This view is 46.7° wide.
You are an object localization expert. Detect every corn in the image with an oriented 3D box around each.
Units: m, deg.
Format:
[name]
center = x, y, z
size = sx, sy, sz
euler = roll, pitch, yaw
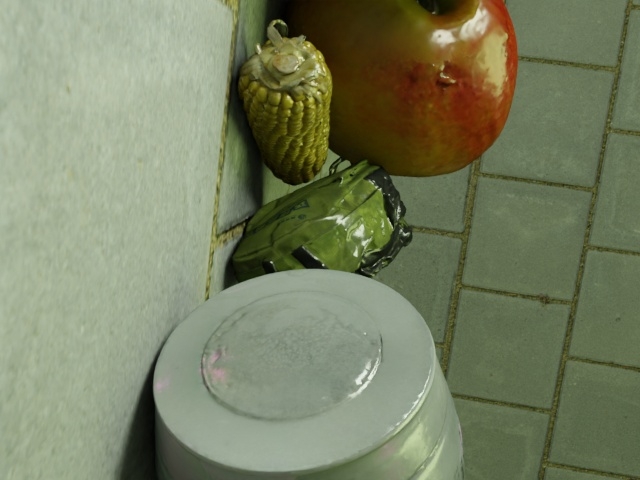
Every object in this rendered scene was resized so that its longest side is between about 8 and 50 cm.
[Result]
[corn]
center = -0.038, -0.140, 0.858
size = 0.293, 0.106, 0.106
euler = 93, 6, -75

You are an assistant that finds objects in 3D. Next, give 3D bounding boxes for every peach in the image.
[peach]
center = 0.099, -0.247, 1.012
size = 0.290, 0.373, 0.372
euler = -63, 170, -14

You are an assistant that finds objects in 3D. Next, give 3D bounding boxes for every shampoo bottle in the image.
[shampoo bottle]
center = -0.009, 0.186, 0.661
size = 0.273, 0.273, 0.266
euler = -75, 164, -53

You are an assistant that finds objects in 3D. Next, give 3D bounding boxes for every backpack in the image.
[backpack]
center = 0.000, 0.000, 0.917
size = 0.140, 0.207, 0.253
euler = 61, 23, -7

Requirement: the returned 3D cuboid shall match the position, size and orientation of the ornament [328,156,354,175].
[ornament]
center = 0.072, -0.222, 1.590
size = 0.202, 0.080, 0.236
euler = -60, 160, -69
